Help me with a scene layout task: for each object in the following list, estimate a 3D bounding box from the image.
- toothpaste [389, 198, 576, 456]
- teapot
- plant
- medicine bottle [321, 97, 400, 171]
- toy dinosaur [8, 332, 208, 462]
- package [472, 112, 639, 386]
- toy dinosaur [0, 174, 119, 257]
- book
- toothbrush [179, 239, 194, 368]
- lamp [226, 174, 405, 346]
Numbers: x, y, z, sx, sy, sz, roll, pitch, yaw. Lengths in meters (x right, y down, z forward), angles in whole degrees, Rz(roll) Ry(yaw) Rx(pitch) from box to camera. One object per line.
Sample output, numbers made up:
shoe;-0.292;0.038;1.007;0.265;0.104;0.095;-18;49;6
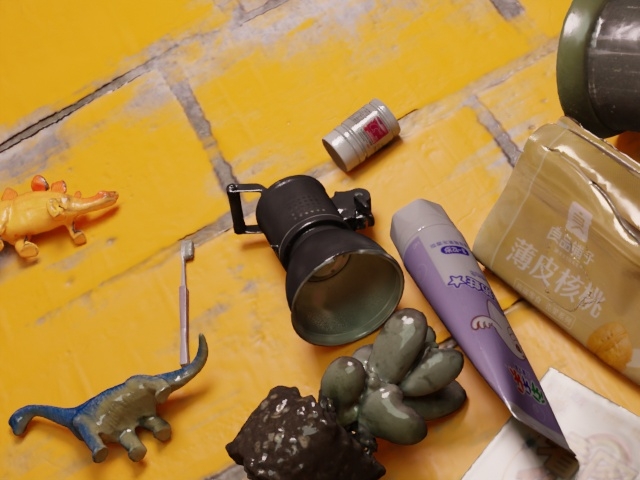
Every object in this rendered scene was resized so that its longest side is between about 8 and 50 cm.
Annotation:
toothpaste;0.176;0.096;1.615;0.080;0.125;0.371;-41;44;15
teapot;0.482;-0.199;1.645;0.337;0.270;0.200;12;99;42
plant;0.036;0.194;1.575;0.274;0.146;0.149;-36;42;-11
medicine bottle;0.053;-0.138;1.862;0.091;0.058;0.058;-38;53;-9
toy dinosaur;-0.256;0.184;1.743;0.248;0.075;0.188;-47;47;-8
package;0.341;-0.001;1.597;0.221;0.165;0.311;-40;52;-11
toy dinosaur;-0.416;-0.030;1.949;0.288;0.070;0.117;-17;41;2
book;0.243;0.293;1.516;0.208;0.020;0.295;29;69;34
toothbrush;-0.173;0.078;1.818;0.017;0.014;0.194;-10;53;12
lamp;0.000;0.000;1.748;0.172;0.147;0.227;-19;43;-10
